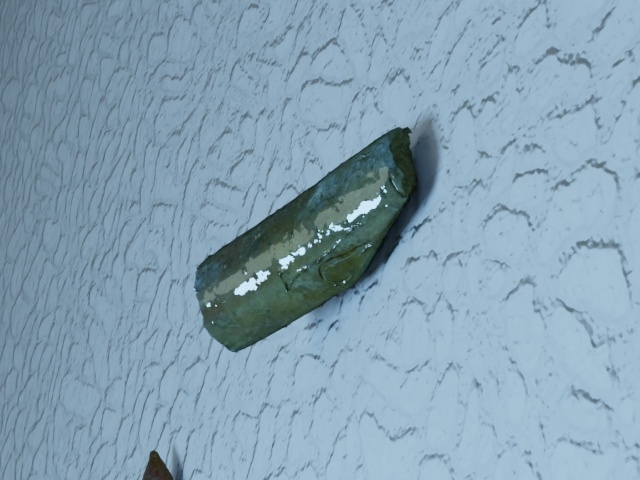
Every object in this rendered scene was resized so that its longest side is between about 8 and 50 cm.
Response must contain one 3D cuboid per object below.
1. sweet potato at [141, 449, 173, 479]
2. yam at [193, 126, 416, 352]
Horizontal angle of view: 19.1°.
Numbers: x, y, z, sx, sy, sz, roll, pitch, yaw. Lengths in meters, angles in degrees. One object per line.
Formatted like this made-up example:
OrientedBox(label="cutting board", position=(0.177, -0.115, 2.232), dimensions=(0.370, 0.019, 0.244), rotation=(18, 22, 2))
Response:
OrientedBox(label="sweet potato", position=(-0.174, 0.319, 2.040), dimensions=(0.065, 0.051, 0.218), rotation=(127, 148, -50))
OrientedBox(label="yam", position=(0.000, 0.000, 1.719), dimensions=(0.259, 0.106, 0.106), rotation=(-33, 45, 31))
